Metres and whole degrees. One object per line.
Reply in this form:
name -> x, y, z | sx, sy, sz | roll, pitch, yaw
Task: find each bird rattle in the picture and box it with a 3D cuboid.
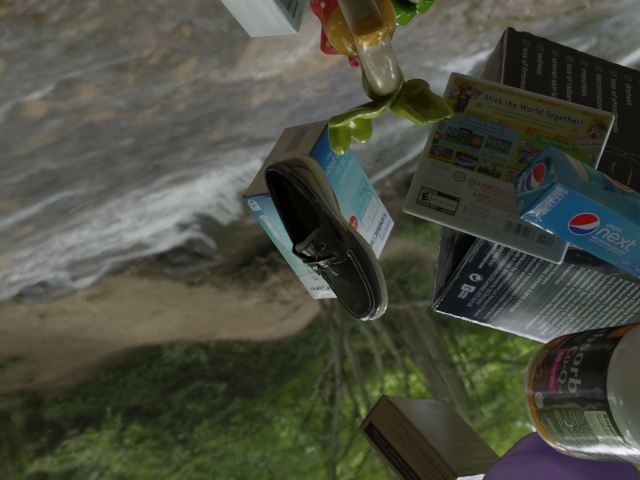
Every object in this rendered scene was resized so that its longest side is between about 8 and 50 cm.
bird rattle -> 0.056, -0.237, 0.895 | 0.143, 0.254, 0.207 | -13, 154, 7

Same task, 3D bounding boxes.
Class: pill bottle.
pill bottle -> 0.366, 0.173, 0.906 | 0.162, 0.162, 0.278 | -32, 177, -19

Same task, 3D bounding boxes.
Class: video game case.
video game case -> 0.249, -0.101, 1.069 | 0.026, 0.227, 0.206 | 16, 94, -68

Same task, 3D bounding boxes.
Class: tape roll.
tape roll -> 0.382, 0.433, 1.219 | 0.090, 0.275, 0.275 | -23, 171, -44

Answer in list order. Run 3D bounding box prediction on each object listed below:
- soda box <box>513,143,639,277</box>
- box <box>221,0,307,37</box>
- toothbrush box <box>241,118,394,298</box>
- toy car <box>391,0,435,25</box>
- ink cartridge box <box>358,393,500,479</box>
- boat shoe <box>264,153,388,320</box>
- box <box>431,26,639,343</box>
soda box -> 0.333, -0.029, 0.939 | 0.067, 0.210, 0.071 | -50, -156, 39
box -> -0.078, -0.365, 1.147 | 0.087, 0.102, 0.101 | 3, 159, 28
toothbrush box -> 0.005, -0.058, 1.591 | 0.126, 0.295, 0.216 | -5, -138, 35
toy car -> 0.117, -0.438, 1.140 | 0.155, 0.188, 0.149 | -44, -179, 41
ink cartridge box -> 0.206, 0.373, 1.404 | 0.234, 0.193, 0.088 | 18, 111, -51
boat shoe -> 0.000, 0.000, 1.202 | 0.092, 0.285, 0.103 | -17, 167, -47
box -> 0.487, -0.069, 1.441 | 0.297, 0.471, 0.480 | 111, -5, -53
